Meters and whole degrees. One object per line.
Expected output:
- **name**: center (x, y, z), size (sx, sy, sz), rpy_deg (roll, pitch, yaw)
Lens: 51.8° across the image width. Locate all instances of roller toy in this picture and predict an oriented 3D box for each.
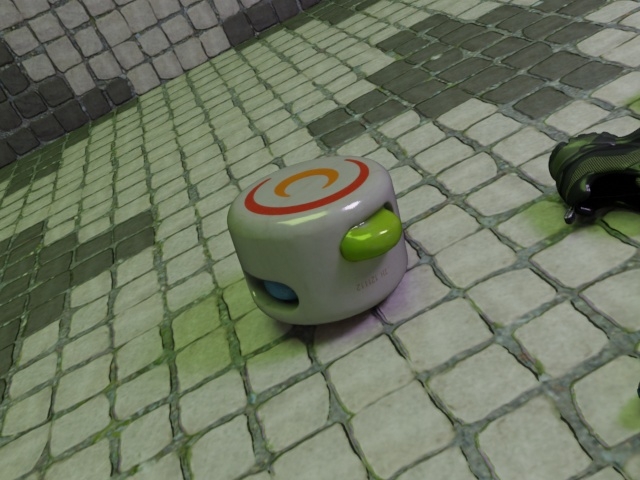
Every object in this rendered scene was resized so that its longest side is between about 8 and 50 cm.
- **roller toy**: center (0.000, 0.000, 0.763), size (0.191, 0.146, 0.209), rpy_deg (-12, 26, 7)

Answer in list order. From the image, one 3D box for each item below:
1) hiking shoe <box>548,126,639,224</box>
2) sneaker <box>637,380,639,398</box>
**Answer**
- **hiking shoe**: center (0.359, -0.075, 0.679), size (0.226, 0.086, 0.114), rpy_deg (-19, 44, 25)
- **sneaker**: center (0.298, 0.085, 0.480), size (0.135, 0.058, 0.052), rpy_deg (-21, 30, 12)
